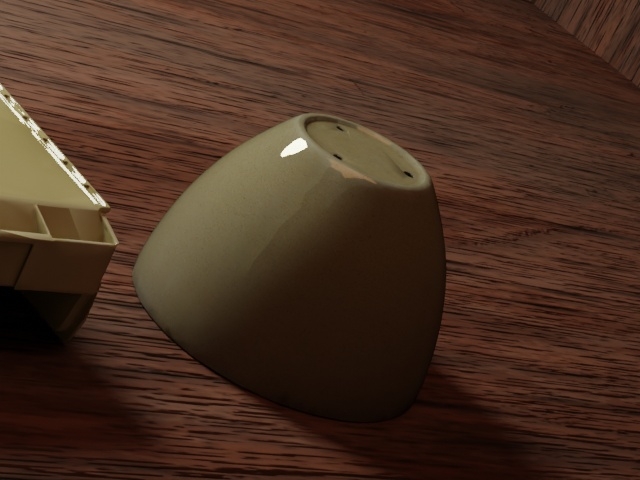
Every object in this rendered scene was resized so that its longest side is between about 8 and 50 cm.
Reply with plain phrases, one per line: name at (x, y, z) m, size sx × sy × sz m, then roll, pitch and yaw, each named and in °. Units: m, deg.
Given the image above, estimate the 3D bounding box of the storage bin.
storage bin at (-0.330, -0.035, 1.328) m, size 0.262 × 0.123 × 0.260 m, roll 6°, pitch 29°, yaw -44°

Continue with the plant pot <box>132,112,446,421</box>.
plant pot at (0.000, 0.000, 1.535) m, size 0.284 × 0.191 × 0.284 m, roll 23°, pitch 20°, yaw -9°
